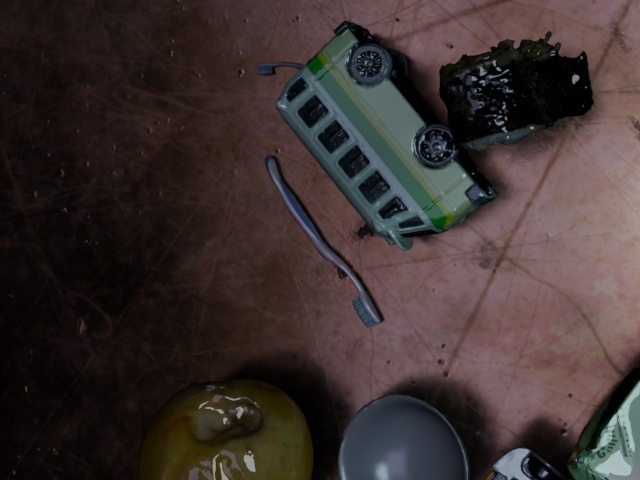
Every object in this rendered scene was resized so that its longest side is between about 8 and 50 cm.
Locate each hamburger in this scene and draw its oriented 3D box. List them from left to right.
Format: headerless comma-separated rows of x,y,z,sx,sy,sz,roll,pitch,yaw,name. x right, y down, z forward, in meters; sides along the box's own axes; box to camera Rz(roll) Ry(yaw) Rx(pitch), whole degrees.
0.420,0.243,1.390,0.214,0.125,0.235,36,73,0,hamburger

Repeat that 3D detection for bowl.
0.121,0.287,1.503,0.189,0.086,0.189,-3,84,35,bowl

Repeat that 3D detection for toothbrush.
-0.007,-0.231,1.565,0.162,0.014,0.017,-1,78,18,toothbrush
0.000,0.000,1.571,0.027,0.021,0.269,-35,81,11,toothbrush

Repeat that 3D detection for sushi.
0.229,-0.176,1.383,0.147,0.212,0.114,-11,95,36,sushi

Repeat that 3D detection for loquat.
-0.121,0.293,1.528,0.244,0.244,0.243,1,93,18,loquat

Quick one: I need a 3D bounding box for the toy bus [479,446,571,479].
0.278,0.352,1.434,0.209,0.136,0.126,39,87,12,toy bus

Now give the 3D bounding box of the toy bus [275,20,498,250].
0.081,-0.121,1.474,0.165,0.134,0.276,-39,84,15,toy bus
